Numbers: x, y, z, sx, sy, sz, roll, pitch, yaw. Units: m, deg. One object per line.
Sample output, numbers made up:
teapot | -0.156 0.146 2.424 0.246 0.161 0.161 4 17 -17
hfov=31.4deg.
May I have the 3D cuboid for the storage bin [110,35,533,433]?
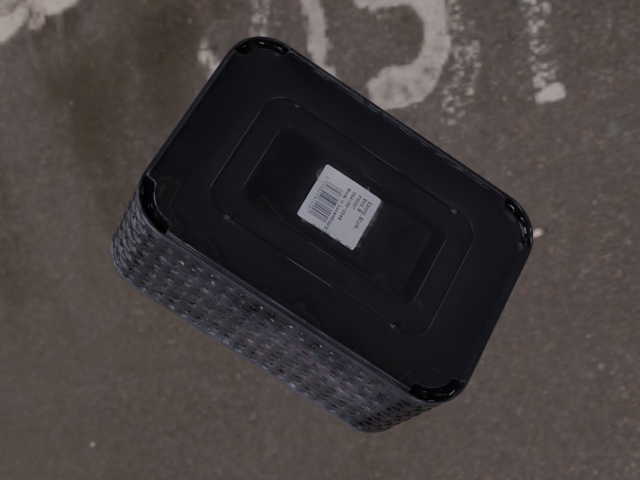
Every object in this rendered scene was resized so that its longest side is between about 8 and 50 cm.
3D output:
storage bin | 0.000 0.000 0.575 0.180 0.122 0.084 34 154 -6
